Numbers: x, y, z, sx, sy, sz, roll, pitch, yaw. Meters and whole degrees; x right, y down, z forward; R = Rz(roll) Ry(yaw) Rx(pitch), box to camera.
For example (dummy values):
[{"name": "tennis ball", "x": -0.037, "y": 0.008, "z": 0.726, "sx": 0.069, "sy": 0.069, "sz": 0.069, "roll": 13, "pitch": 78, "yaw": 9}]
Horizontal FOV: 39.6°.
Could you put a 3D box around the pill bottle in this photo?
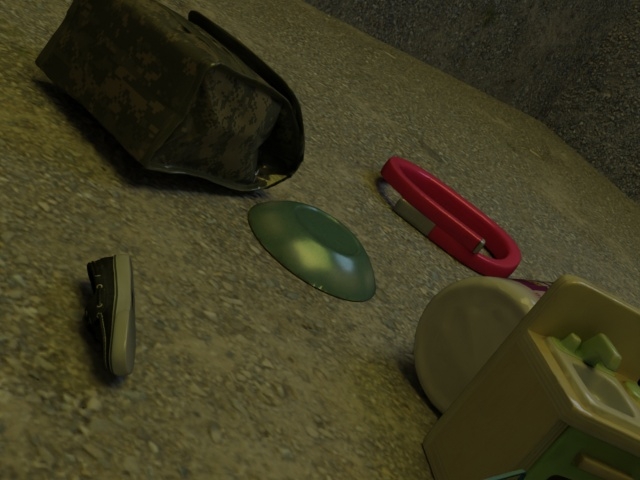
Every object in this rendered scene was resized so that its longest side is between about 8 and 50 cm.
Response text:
[{"name": "pill bottle", "x": 0.257, "y": 0.130, "z": 1.059, "sx": 0.301, "sy": 0.169, "sz": 0.169, "roll": 7, "pitch": 34, "yaw": -51}]

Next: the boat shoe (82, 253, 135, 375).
[{"name": "boat shoe", "x": -0.176, "y": 0.062, "z": 0.739, "sx": 0.040, "sy": 0.049, "sz": 0.142, "roll": -5, "pitch": 34, "yaw": -8}]

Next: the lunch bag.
[{"name": "lunch bag", "x": -0.161, "y": -0.188, "z": 1.127, "sx": 0.235, "sy": 0.169, "sz": 0.287, "roll": 41, "pitch": 14, "yaw": 25}]

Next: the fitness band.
[{"name": "fitness band", "x": 0.225, "y": -0.043, "z": 1.546, "sx": 0.291, "sy": 0.054, "sz": 0.209, "roll": 40, "pitch": 21, "yaw": 9}]

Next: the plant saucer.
[{"name": "plant saucer", "x": 0.000, "y": 0.000, "z": 1.138, "sx": 0.195, "sy": 0.037, "sz": 0.195, "roll": 31, "pitch": 21, "yaw": -13}]

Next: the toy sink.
[{"name": "toy sink", "x": 0.235, "y": 0.177, "z": 0.835, "sx": 0.153, "sy": 0.234, "sz": 0.131, "roll": 26, "pitch": 22, "yaw": -24}]

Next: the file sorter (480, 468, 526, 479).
[{"name": "file sorter", "x": 0.163, "y": 0.278, "z": 0.692, "sx": 0.118, "sy": 0.104, "sz": 0.170, "roll": 7, "pitch": 34, "yaw": -52}]

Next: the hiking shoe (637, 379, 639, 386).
[{"name": "hiking shoe", "x": 0.387, "y": 0.211, "z": 0.985, "sx": 0.132, "sy": 0.113, "sz": 0.304, "roll": -116, "pitch": -178, "yaw": -47}]
